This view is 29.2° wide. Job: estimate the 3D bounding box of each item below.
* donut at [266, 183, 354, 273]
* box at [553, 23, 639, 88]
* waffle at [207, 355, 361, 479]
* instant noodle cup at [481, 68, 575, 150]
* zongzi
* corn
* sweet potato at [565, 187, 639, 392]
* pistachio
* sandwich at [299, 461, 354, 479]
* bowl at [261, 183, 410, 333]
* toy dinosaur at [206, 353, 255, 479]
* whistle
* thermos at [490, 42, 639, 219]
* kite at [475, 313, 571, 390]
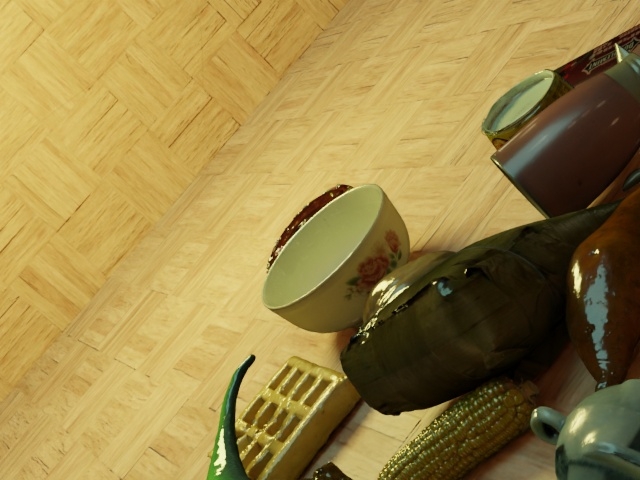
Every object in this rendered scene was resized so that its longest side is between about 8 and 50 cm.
[{"bbox_3d":[0.000,0.000,2.325,0.235,0.089,0.235,-39,21,18],"label":"donut"},{"bbox_3d":[0.445,-0.259,1.948,0.224,0.069,0.120,-25,28,43],"label":"box"},{"bbox_3d":[-0.057,0.286,1.912,0.221,0.055,0.248,-51,19,-13],"label":"waffle"},{"bbox_3d":[0.340,-0.162,1.850,0.182,0.144,0.182,-40,19,17],"label":"instant noodle cup"},{"bbox_3d":[0.217,0.076,1.622,0.360,0.160,0.323,-36,2,-35],"label":"zongzi"},{"bbox_3d":[0.165,0.244,1.491,0.238,0.080,0.080,-39,20,15],"label":"corn"},{"bbox_3d":[0.350,0.046,1.464,0.112,0.112,0.359,-30,28,40],"label":"sweet potato"},{"bbox_3d":[0.145,0.087,1.832,0.185,0.126,0.108,-41,62,4],"label":"pistachio"},{"bbox_3d":[0.098,0.354,1.097,0.131,0.325,0.262,-54,-15,-22],"label":"sandwich"},{"bbox_3d":[0.046,0.049,2.043,0.277,0.145,0.277,-42,18,17],"label":"bowl"},{"bbox_3d":[-0.087,0.343,1.654,0.374,0.144,0.500,-21,47,50],"label":"toy dinosaur"},{"bbox_3d":[0.326,0.221,1.146,0.290,0.163,0.163,22,63,29],"label":"whistle"},{"bbox_3d":[0.388,-0.143,1.695,0.265,0.176,0.146,-42,-18,7],"label":"thermos"},{"bbox_3d":[0.292,0.082,1.653,0.327,0.013,0.377,-32,23,36],"label":"kite"}]
